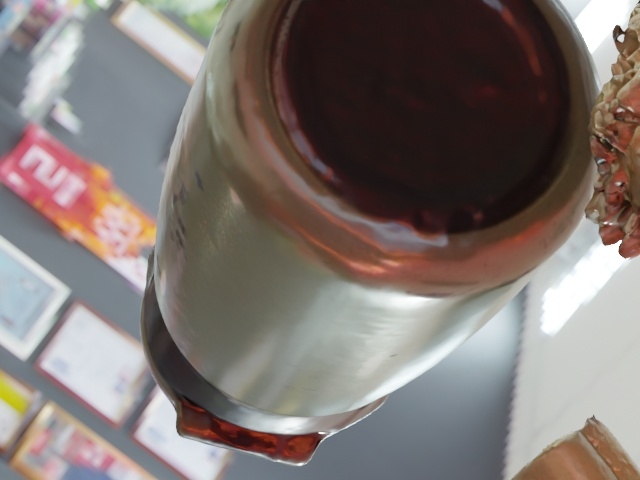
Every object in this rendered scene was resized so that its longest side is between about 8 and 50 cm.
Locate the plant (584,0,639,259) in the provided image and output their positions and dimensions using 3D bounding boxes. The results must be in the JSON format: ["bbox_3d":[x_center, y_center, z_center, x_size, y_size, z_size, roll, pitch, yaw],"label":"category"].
[{"bbox_3d":[0.150,-0.042,0.644,0.116,0.122,0.104,-35,128,-66],"label":"plant"}]

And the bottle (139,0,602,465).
[{"bbox_3d":[0.000,-0.002,0.876,0.168,0.168,0.347,-56,180,-25],"label":"bottle"}]

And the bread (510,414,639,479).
[{"bbox_3d":[0.156,0.191,0.967,0.060,0.178,0.139,-27,164,-32],"label":"bread"}]
